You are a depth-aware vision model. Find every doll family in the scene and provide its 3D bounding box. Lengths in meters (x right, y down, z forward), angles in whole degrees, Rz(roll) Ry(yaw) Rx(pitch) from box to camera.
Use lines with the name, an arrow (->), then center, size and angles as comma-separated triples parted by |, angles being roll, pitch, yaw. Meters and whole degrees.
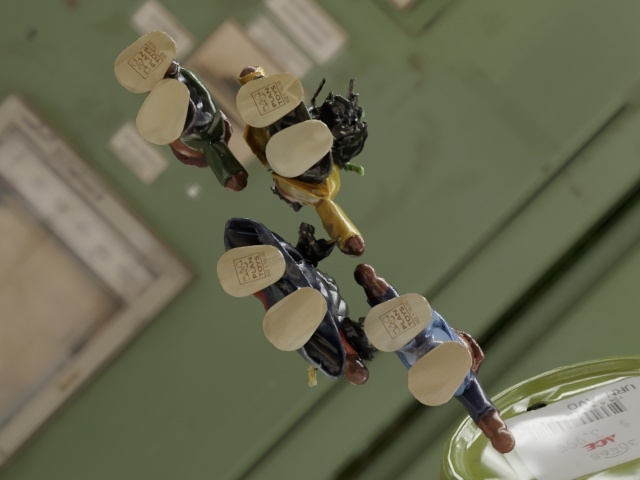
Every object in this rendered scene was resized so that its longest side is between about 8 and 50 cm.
doll family -> 0.000, 0.000, 0.662 | 0.193, 0.076, 0.111 | 64, 0, 10

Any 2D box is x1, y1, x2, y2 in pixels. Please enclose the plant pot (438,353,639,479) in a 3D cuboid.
plant pot -> 0.153, 0.212, 0.853 | 0.275, 0.275, 0.293 | -116, -171, -70
